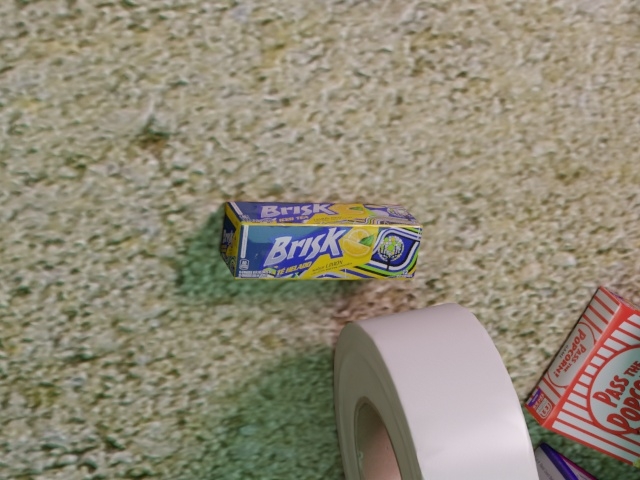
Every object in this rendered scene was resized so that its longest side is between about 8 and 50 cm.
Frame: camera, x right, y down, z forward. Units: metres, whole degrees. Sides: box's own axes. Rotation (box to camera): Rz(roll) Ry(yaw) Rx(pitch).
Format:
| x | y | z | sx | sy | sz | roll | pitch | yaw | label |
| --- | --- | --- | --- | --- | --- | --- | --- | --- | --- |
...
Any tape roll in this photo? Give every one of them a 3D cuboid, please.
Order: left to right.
| x | y | z | sx | sy | sz | roll | pitch | yaw | label |
| --- | --- | --- | --- | --- | --- | --- | --- | --- | --- |
| 0.097 | 0.202 | 1.353 | 0.100 | 0.286 | 0.286 | -11 | 117 | -14 | tape roll |

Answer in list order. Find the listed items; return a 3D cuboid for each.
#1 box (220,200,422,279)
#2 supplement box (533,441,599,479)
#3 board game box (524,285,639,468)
| x | y | z | sx | sy | sz | roll | pitch | yaw | label |
| --- | --- | --- | --- | --- | --- | --- | --- | --- | --- |
| 0.000 | 0.000 | 1.353 | 0.169 | 0.059 | 0.054 | 0 | 112 | -19 | box |
| 0.287 | 0.321 | 1.567 | 0.220 | 0.111 | 0.114 | 34 | 100 | -28 | supplement box |
| 0.321 | 0.148 | 1.535 | 0.193 | 0.045 | 0.147 | 24 | 103 | -26 | board game box |
